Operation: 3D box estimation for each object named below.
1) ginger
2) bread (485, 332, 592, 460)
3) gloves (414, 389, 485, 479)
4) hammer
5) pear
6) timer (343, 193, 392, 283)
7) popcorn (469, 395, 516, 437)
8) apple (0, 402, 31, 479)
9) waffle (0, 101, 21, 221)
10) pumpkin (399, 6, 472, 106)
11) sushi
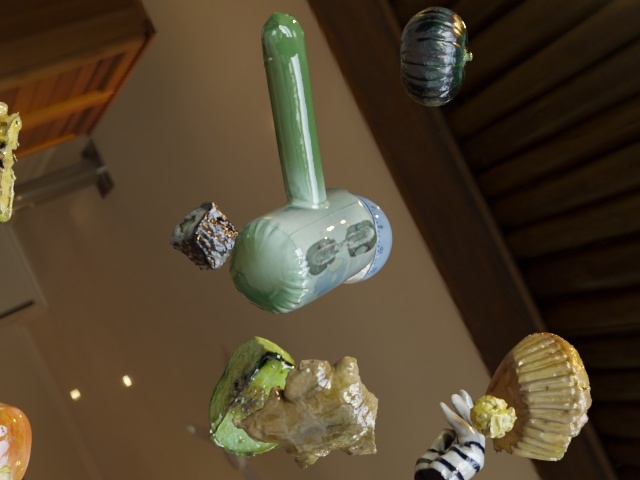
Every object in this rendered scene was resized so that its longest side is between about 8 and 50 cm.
[{"bbox_3d":[-0.027,0.319,1.641,0.123,0.270,0.218,-117,-158,-70],"label":"ginger"},{"bbox_3d":[0.446,0.326,1.866,0.274,0.149,0.273,-177,-90,-73],"label":"bread"},{"bbox_3d":[0.274,0.401,1.756,0.131,0.219,0.140,30,-40,28],"label":"gloves"},{"bbox_3d":[-0.032,-0.095,1.045,0.119,0.206,0.335,0,-75,31],"label":"hammer"},{"bbox_3d":[-0.148,0.350,2.010,0.164,0.238,0.255,34,-4,-17],"label":"pear"},{"bbox_3d":[0.019,0.011,1.533,0.175,0.255,0.175,14,-66,33],"label":"timer"},{"bbox_3d":[0.319,0.339,1.683,0.084,0.084,0.084,38,-38,37],"label":"popcorn"},{"bbox_3d":[-0.818,0.515,2.159,0.242,0.242,0.240,3,-89,58],"label":"apple"},{"bbox_3d":[-0.776,-0.182,2.012,0.309,0.283,0.065,50,7,11],"label":"waffle"},{"bbox_3d":[0.231,-0.364,1.774,0.140,0.202,0.201,9,-51,13],"label":"pumpkin"},{"bbox_3d":[-0.181,-0.005,1.428,0.098,0.094,0.084,-2,-42,50],"label":"sushi"}]
